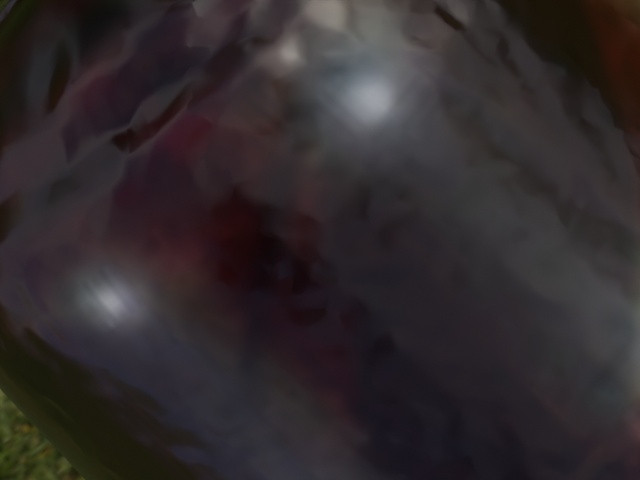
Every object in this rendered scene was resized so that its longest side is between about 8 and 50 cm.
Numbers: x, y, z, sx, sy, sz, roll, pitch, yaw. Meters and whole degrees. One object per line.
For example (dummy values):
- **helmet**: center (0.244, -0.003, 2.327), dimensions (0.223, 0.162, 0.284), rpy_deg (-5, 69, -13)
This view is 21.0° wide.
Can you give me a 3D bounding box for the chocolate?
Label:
- **chocolate**: center (0.000, 0.000, 0.736), dimensions (0.331, 0.384, 0.384), rpy_deg (34, 108, -15)
